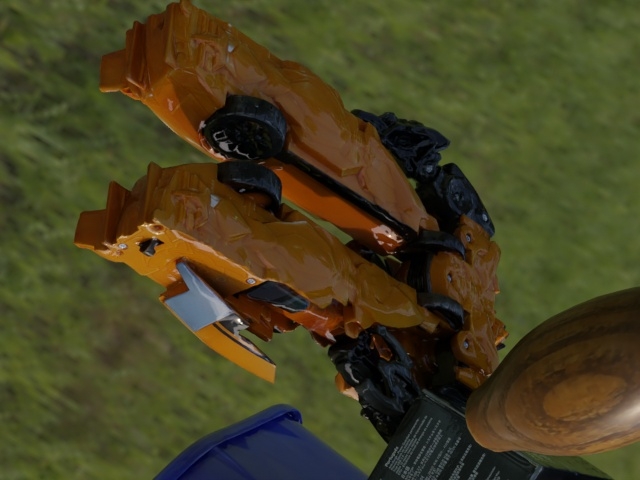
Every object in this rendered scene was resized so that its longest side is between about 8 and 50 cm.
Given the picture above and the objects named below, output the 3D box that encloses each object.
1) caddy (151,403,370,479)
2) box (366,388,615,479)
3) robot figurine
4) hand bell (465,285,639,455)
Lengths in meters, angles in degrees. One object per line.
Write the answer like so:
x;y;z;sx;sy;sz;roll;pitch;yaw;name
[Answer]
-0.075;0.237;1.225;0.241;0.179;0.341;-61;166;13;caddy
0.063;0.179;0.978;0.180;0.077;0.147;-60;154;4;box
0.000;0.000;1.027;0.291;0.085;0.211;34;48;-38;robot figurine
0.115;0.012;0.432;0.126;0.126;0.242;-48;-170;-36;hand bell
